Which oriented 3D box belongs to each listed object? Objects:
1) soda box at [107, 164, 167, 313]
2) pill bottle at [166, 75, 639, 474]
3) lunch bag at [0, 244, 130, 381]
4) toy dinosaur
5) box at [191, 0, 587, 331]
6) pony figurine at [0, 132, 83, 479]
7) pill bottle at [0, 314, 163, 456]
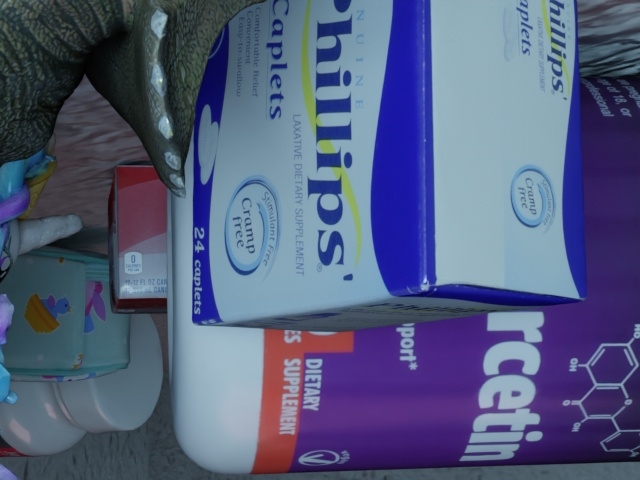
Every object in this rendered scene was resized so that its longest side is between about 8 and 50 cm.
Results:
[{"bbox_3d":[0.000,0.000,0.931,0.263,0.083,0.092,-1,171,-11],"label":"soda box"},{"bbox_3d":[0.092,0.014,0.686,0.323,0.181,0.181,-1,172,-7],"label":"pill bottle"},{"bbox_3d":[-0.307,0.053,1.171,0.279,0.107,0.224,6,176,-31],"label":"lunch bag"},{"bbox_3d":[-0.142,-0.043,0.390,0.314,0.121,0.160,-16,149,29],"label":"toy dinosaur"},{"bbox_3d":[0.019,-0.035,0.515,0.072,0.126,0.137,6,169,-36],"label":"box"},{"bbox_3d":[-0.270,0.065,0.636,0.303,0.363,0.351,1,160,41],"label":"pony figurine"},{"bbox_3d":[-0.324,0.127,1.467,0.319,0.176,0.176,-5,172,26],"label":"pill bottle"}]
